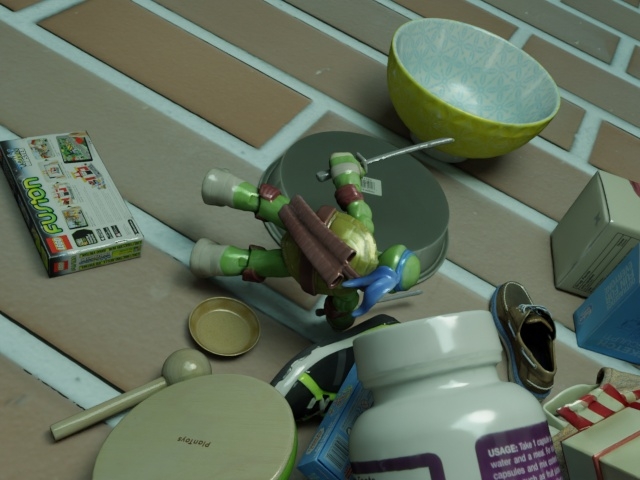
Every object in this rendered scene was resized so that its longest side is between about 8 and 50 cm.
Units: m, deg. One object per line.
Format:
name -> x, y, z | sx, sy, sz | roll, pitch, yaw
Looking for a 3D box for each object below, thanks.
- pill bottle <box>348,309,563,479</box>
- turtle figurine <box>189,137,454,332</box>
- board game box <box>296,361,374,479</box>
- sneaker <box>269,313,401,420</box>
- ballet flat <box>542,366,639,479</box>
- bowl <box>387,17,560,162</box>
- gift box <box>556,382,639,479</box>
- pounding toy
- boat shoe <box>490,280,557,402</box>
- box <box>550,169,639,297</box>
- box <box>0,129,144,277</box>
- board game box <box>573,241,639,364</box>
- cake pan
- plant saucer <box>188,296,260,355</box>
pill bottle -> 0.116, 0.217, 0.576 | 0.169, 0.169, 0.301 | -4, 74, -25
turtle figurine -> 0.000, 0.000, 0.842 | 0.267, 0.197, 0.274 | 13, 39, 15
board game box -> 0.094, 0.230, 0.701 | 0.211, 0.039, 0.160 | 44, 44, -7
sneaker -> 0.035, 0.156, 0.767 | 0.235, 0.084, 0.097 | -24, 61, -37
ballet flat -> 0.285, 0.235, 0.796 | 0.106, 0.107, 0.316 | 29, 35, 36
bowl -> 0.230, -0.224, 1.162 | 0.290, 0.156, 0.289 | 11, 44, -11
gift box -> 0.365, 0.258, 0.618 | 0.277, 0.258, 0.255 | -14, 97, -19
pounding toy -> -0.118, 0.216, 0.657 | 0.183, 0.110, 0.237 | -32, 35, -29
boat shoe -> 0.274, 0.118, 0.912 | 0.066, 0.066, 0.183 | 9, 45, -14
box -> 0.484, 0.017, 1.034 | 0.233, 0.148, 0.126 | 19, 43, -4
box -> -0.312, -0.053, 0.867 | 0.114, 0.036, 0.207 | -14, 54, -32
board game box -> 0.540, 0.095, 0.916 | 0.317, 0.242, 0.064 | 17, 46, -5
cake pan -> 0.058, -0.058, 1.007 | 0.293, 0.054, 0.293 | 11, 44, -11
plant saucer -> -0.112, 0.102, 0.811 | 0.084, 0.015, 0.083 | 12, 44, -12
